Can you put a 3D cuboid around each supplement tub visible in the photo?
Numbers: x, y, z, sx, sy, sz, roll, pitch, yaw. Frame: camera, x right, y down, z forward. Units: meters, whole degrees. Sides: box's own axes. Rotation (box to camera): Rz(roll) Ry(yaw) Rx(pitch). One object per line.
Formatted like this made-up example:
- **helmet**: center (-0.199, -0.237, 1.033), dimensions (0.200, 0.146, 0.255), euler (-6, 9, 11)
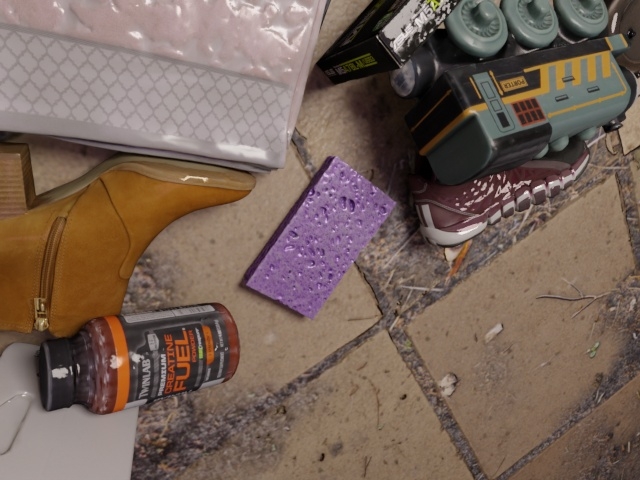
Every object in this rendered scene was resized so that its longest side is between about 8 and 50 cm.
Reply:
- **supplement tub**: center (-0.200, 0.133, 0.473), dimensions (0.198, 0.106, 0.106), euler (-3, 108, -41)

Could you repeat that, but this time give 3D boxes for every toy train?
- **toy train**: center (0.244, -0.191, 0.505), dimensions (0.334, 0.142, 0.190), euler (-19, 83, -22)

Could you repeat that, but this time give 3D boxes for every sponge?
- **sponge**: center (0.000, 0.000, 0.574), dimensions (0.117, 0.031, 0.210), euler (34, 93, -24)

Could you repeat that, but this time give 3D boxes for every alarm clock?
- **alarm clock**: center (0.474, -0.304, 0.633), dimensions (0.129, 0.064, 0.192), euler (-42, 117, -3)

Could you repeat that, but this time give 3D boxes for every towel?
- **towel**: center (-0.158, -0.233, 0.378), dimensions (0.332, 0.053, 0.316), euler (5, 115, -20)

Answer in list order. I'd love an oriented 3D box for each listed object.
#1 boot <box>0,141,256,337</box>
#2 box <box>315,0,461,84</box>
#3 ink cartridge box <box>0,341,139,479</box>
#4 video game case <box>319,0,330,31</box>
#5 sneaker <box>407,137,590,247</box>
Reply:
- **boot**: center (-0.228, 0.005, 0.472), dimensions (0.295, 0.104, 0.211), euler (0, 114, -20)
- **box**: center (0.095, -0.259, 0.447), dimensions (0.045, 0.184, 0.190), euler (42, 90, -26)
- **ink cartridge box**: center (-0.349, 0.354, 0.420), dimensions (0.166, 0.285, 0.394), euler (25, 97, -25)
- **video game case**: center (-0.138, -0.245, 0.432), dimensions (0.275, 0.035, 0.248), euler (16, 109, -22)
- **sneaker**: center (0.248, -0.121, 0.586), dimensions (0.281, 0.106, 0.162), euler (-31, 110, -7)
